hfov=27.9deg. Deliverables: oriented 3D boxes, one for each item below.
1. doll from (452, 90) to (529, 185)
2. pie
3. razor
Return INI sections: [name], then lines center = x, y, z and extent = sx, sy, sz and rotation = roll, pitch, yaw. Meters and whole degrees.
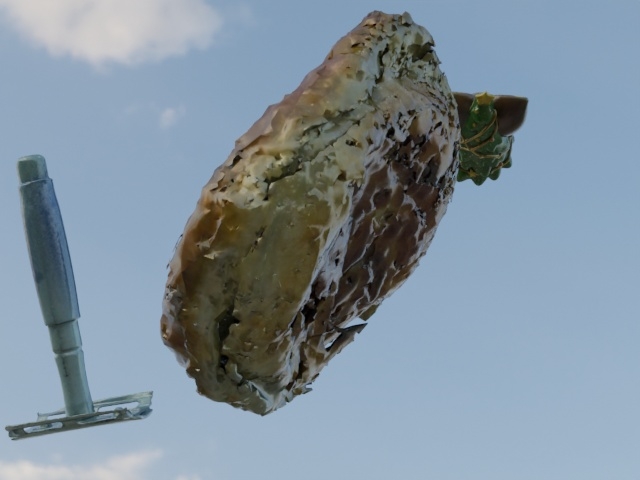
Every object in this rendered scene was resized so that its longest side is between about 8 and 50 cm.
[doll]
center = 0.137, -0.089, 1.121
extent = 0.078, 0.077, 0.113
rotation = 4, -4, 3
[pie]
center = -0.001, -0.001, 0.896
extent = 0.085, 0.308, 0.308
rotation = 29, -26, 22
[razor]
center = -0.127, 0.025, 0.623
extent = 0.068, 0.135, 0.040
rotation = -11, -1, 10
